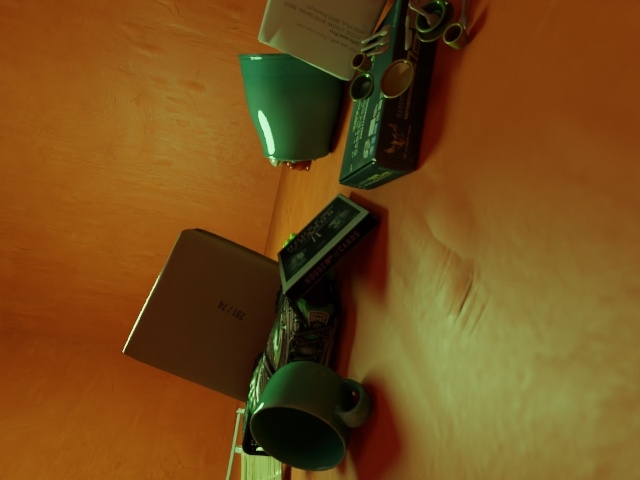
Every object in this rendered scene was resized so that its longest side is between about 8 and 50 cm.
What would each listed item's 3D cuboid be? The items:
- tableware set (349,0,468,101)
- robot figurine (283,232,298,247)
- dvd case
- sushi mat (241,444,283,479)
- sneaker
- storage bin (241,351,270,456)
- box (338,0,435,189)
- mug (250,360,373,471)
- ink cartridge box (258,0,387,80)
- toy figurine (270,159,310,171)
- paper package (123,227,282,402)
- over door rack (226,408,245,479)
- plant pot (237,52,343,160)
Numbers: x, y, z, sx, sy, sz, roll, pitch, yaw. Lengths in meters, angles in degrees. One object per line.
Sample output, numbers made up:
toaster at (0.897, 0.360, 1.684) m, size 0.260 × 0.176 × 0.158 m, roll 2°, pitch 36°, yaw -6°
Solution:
tableware set at (0.097, -0.222, 0.491) m, size 0.154 × 0.024 × 0.104 m, roll -2°, pitch 79°, yaw 43°
robot figurine at (-0.074, 0.039, 1.208) m, size 0.101 × 0.066 × 0.115 m, roll -136°, pitch 56°, yaw -62°
dvd case at (0.000, 0.000, 0.735) m, size 0.179 × 0.029 × 0.239 m, roll -44°, pitch 16°, yaw 3°
sushi mat at (-0.129, 0.586, 0.890) m, size 0.151 × 0.019 × 0.317 m, roll -36°, pitch 38°, yaw 28°
sneaker at (-0.038, 0.181, 0.724) m, size 0.146 × 0.134 × 0.344 m, roll 118°, pitch 160°, yaw -55°
storage bin at (-0.085, 0.330, 0.848) m, size 0.084 × 0.121 × 0.180 m, roll -131°, pitch 52°, yaw -76°
box at (0.092, -0.200, 0.609) m, size 0.183 × 0.059 × 0.233 m, roll 178°, pitch 103°, yaw -79°
mug at (-0.005, 0.231, 0.572) m, size 0.097 × 0.157 × 0.130 m, roll -63°, pitch -26°, yaw -57°
ink cartridge box at (0.058, -0.490, 0.613) m, size 0.286 × 0.166 × 0.395 m, roll -82°, pitch 16°, yaw -46°
toy figurine at (-0.085, -0.351, 1.419) m, size 0.209 × 0.148 × 0.213 m, roll 162°, pitch 118°, yaw -78°
paper package at (-0.216, 0.165, 0.961) m, size 0.310 × 0.324 × 0.168 m, roll -64°, pitch 10°, yaw -2°
over door rack at (-0.193, 0.603, 1.182) m, size 0.324 × 0.108 × 0.240 m, roll 127°, pitch 152°, yaw -64°
plant pot at (-0.065, -0.348, 1.092) m, size 0.272 × 0.271 × 0.256 m, roll -106°, pitch 13°, yaw -66°
